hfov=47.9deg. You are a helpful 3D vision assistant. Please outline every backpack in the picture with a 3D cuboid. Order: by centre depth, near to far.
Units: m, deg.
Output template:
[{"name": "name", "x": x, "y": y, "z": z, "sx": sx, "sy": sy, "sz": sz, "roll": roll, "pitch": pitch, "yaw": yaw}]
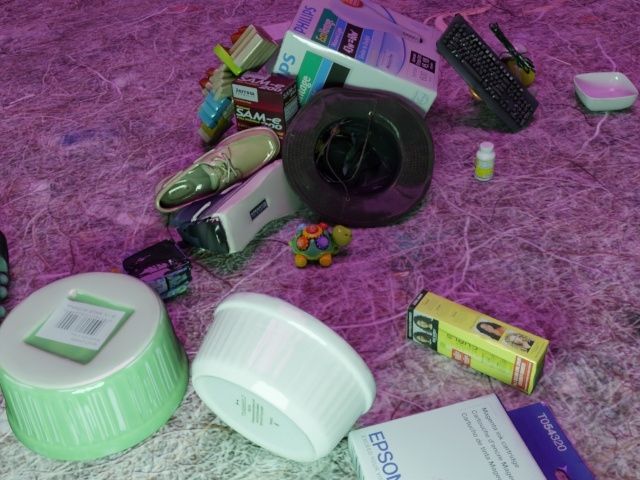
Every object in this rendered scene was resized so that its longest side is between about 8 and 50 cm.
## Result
[{"name": "backpack", "x": -0.313, "y": 0.065, "z": 1.375, "sx": 0.114, "sy": 0.084, "sz": 0.105, "roll": -22, "pitch": 43, "yaw": -27}]

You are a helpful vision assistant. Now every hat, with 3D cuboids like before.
[{"name": "hat", "x": 0.077, "y": -0.172, "z": 1.588, "sx": 0.331, "sy": 0.134, "sz": 0.331, "roll": 1, "pitch": 83, "yaw": -7}]

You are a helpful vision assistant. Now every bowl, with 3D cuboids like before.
[{"name": "bowl", "x": 0.739, "y": -0.384, "z": 1.881, "sx": 0.142, "sy": 0.053, "sz": 0.142, "roll": -3, "pitch": 39, "yaw": -1}]

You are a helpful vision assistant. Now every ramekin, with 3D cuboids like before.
[{"name": "ramekin", "x": -0.064, "y": 0.209, "z": 1.050, "sx": 0.273, "sy": 0.273, "sz": 0.127, "roll": 18, "pitch": 56, "yaw": 24}, {"name": "ramekin", "x": -0.376, "y": 0.188, "z": 1.176, "sx": 0.303, "sy": 0.148, "sz": 0.303, "roll": -2, "pitch": 39, "yaw": 2}]

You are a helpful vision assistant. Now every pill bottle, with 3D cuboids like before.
[{"name": "pill bottle", "x": 0.372, "y": -0.180, "z": 1.629, "sx": 0.043, "sy": 0.083, "sz": 0.043, "roll": -2, "pitch": 39, "yaw": 1}]

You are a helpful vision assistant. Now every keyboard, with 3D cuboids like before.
[{"name": "keyboard", "x": 0.433, "y": -0.436, "z": 1.779, "sx": 0.201, "sy": 0.317, "sz": 0.033, "roll": -56, "pitch": 20, "yaw": -22}]

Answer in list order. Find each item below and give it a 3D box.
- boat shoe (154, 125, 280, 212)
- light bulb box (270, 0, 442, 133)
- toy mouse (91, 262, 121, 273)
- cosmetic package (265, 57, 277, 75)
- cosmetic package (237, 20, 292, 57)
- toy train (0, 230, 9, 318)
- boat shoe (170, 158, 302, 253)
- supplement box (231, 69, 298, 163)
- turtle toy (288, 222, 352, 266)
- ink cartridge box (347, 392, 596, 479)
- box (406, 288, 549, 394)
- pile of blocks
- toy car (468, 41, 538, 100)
[{"name": "boat shoe", "x": -0.221, "y": -0.146, "z": 1.556, "sx": 0.302, "sy": 0.109, "sz": 0.098, "roll": -27, "pitch": 18, "yaw": 0}, {"name": "light bulb box", "x": 0.080, "y": -0.415, "z": 1.745, "sx": 0.361, "sy": 0.225, "sz": 0.358, "roll": 21, "pitch": 39, "yaw": -6}, {"name": "toy mouse", "x": -0.433, "y": 0.105, "z": 1.368, "sx": 0.143, "sy": 0.031, "sz": 0.161, "roll": -32, "pitch": 36, "yaw": -1}, {"name": "cosmetic package", "x": 0.034, "y": -0.581, "z": 2.146, "sx": 0.284, "sy": 0.097, "sz": 0.377, "roll": 7, "pitch": 40, "yaw": 17}, {"name": "cosmetic package", "x": -0.105, "y": -0.561, "z": 2.012, "sx": 0.239, "sy": 0.060, "sz": 0.099, "roll": -12, "pitch": 43, "yaw": -7}, {"name": "toy train", "x": -0.679, "y": 0.097, "z": 1.330, "sx": 0.190, "sy": 0.142, "sz": 0.334, "roll": -6, "pitch": 38, "yaw": -18}, {"name": "boat shoe", "x": -0.168, "y": -0.083, "z": 1.527, "sx": 0.158, "sy": 0.127, "sz": 0.340, "roll": 2, "pitch": 25, "yaw": 33}, {"name": "supplement box", "x": -0.118, "y": -0.253, "z": 1.631, "sx": 0.130, "sy": 0.239, "sz": 0.073, "roll": 15, "pitch": 42, "yaw": 22}, {"name": "turtle toy", "x": 0.000, "y": 0.000, "z": 1.447, "sx": 0.130, "sy": 0.066, "sz": 0.095, "roll": -2, "pitch": 39, "yaw": 2}, {"name": "ink cartridge box", "x": 0.240, "y": 0.362, "z": 0.983, "sx": 0.330, "sy": 0.071, "sz": 0.324, "roll": -14, "pitch": 40, "yaw": -10}, {"name": "box", "x": 0.258, "y": 0.167, "z": 1.209, "sx": 0.232, "sy": 0.087, "sz": 0.058, "roll": 23, "pitch": 48, "yaw": 27}, {"name": "pile of blocks", "x": -0.237, "y": -0.373, "z": 1.687, "sx": 0.112, "sy": 0.362, "sz": 0.149, "roll": 47, "pitch": 41, "yaw": 9}, {"name": "toy car", "x": 0.473, "y": -0.424, "z": 1.902, "sx": 0.182, "sy": 0.159, "sz": 0.136, "roll": -20, "pitch": 5, "yaw": -19}]
